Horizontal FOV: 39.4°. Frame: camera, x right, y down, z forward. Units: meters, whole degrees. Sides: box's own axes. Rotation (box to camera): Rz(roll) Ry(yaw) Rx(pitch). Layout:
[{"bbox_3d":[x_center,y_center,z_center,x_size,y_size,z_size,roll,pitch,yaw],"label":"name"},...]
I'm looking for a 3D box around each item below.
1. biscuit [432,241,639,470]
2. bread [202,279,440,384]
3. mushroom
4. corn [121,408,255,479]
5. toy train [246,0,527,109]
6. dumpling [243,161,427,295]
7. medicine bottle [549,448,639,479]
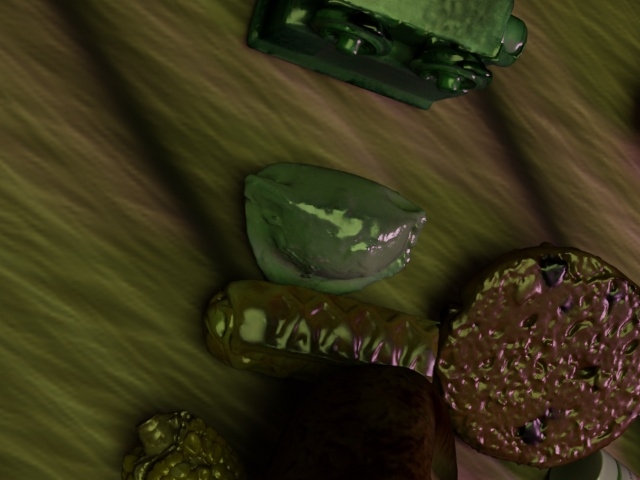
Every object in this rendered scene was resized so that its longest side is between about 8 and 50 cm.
[{"bbox_3d":[0.266,0.139,1.065,0.296,0.075,0.296,-3,106,-9],"label":"biscuit"},{"bbox_3d":[0.001,0.108,0.971,0.269,0.098,0.087,14,47,-22],"label":"bread"},{"bbox_3d":[0.112,0.301,0.841,0.331,0.356,0.334,-63,152,-30],"label":"mushroom"},{"bbox_3d":[-0.095,0.306,0.929,0.119,0.119,0.322,-39,108,-15],"label":"corn"},{"bbox_3d":[0.073,-0.234,0.914,0.266,0.202,0.145,16,87,-23],"label":"toy train"},{"bbox_3d":[0.006,-0.004,0.954,0.217,0.105,0.149,18,86,-22],"label":"dumpling"},{"bbox_3d":[0.384,0.337,1.139,0.183,0.086,0.086,37,80,-20],"label":"medicine bottle"}]
